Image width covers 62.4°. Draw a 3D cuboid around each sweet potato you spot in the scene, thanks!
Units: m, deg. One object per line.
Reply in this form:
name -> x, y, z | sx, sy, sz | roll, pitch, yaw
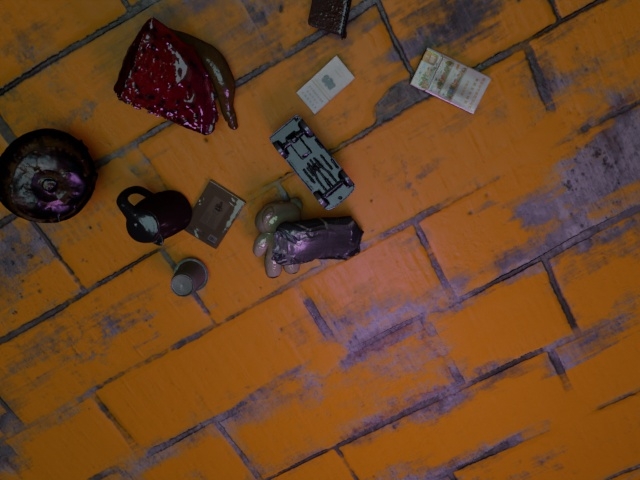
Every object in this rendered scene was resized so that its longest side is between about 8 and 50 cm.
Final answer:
sweet potato -> -0.322, -0.504, 1.594 | 0.108, 0.079, 0.346 | -19, 111, 35

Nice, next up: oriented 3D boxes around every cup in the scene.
cup -> -0.444, 0.131, 1.762 | 0.119, 0.141, 0.120 | 1, 107, 2

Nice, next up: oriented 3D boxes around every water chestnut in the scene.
water chestnut -> -0.835, -0.203, 1.617 | 0.299, 0.300, 0.300 | 0, 108, 0

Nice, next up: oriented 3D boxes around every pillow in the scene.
pillow -> 0.000, 0.000, 1.685 | 0.334, 0.093, 0.162 | -7, 127, -29

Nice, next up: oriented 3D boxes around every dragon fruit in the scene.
dragon fruit -> -0.457, -0.417, 1.545 | 0.330, 0.302, 0.240 | 42, 59, -24

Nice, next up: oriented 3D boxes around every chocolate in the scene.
chocolate -> 0.046, -0.744, 1.498 | 0.111, 0.112, 0.321 | 12, 108, 5

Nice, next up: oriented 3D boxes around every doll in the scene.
doll -> -0.142, -0.007, 1.741 | 0.149, 0.175, 0.278 | 18, 122, 34

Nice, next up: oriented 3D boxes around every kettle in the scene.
kettle -> -0.519, -0.088, 1.638 | 0.144, 0.232, 0.202 | -32, 98, 13

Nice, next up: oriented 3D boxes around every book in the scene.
book -> -0.356, -0.084, 1.756 | 0.138, 0.016, 0.199 | 33, 105, -10

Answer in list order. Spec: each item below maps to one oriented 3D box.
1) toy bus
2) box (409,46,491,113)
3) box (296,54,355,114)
toy bus -> -0.023, -0.241, 1.645 | 0.125, 0.133, 0.292 | -39, 101, 6
box -> 0.396, -0.488, 1.614 | 0.220, 0.032, 0.122 | 23, 107, -7
box -> 0.015, -0.477, 1.624 | 0.167, 0.024, 0.090 | -40, 104, 12
